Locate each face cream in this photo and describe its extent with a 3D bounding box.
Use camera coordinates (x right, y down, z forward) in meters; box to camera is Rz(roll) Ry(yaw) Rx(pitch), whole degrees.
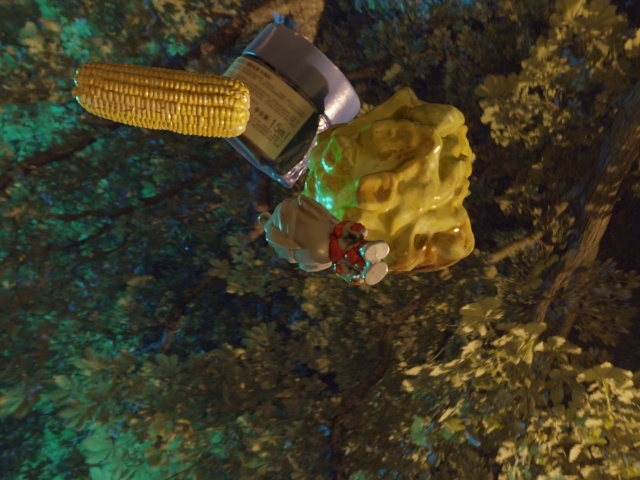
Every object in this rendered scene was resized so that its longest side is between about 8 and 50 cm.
[{"bbox_3d":[-0.084,-0.258,1.263,0.249,0.249,0.225,41,-94,18],"label":"face cream"}]

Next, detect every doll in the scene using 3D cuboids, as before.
[{"bbox_3d":[0.000,0.000,0.715,0.180,0.079,0.094,21,-56,37],"label":"doll"}]

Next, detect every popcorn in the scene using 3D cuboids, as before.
[{"bbox_3d":[0.112,-0.086,1.055,0.312,0.312,0.312,-2,-95,19],"label":"popcorn"}]

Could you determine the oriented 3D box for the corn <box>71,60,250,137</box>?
[{"bbox_3d":[-0.152,-0.140,0.635,0.165,0.085,0.063,7,-71,-5],"label":"corn"}]
